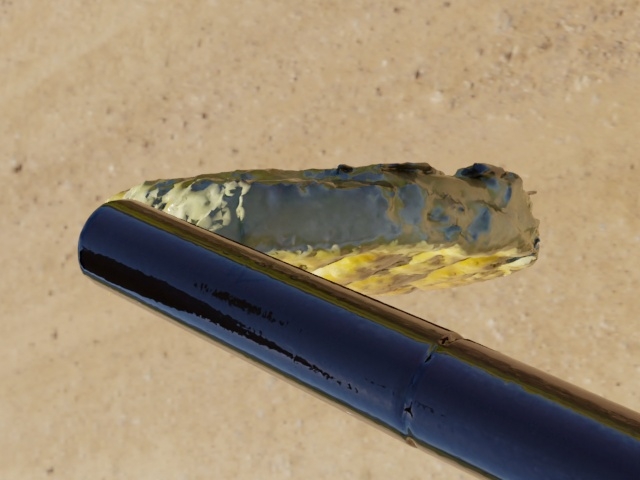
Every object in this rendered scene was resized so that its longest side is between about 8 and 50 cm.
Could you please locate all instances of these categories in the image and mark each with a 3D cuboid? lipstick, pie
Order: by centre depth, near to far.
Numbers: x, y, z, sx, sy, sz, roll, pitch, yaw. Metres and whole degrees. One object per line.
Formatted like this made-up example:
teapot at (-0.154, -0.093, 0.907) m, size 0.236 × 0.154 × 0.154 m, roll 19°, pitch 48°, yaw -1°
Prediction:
lipstick at (0.016, 0.053, 0.524) m, size 0.356 × 0.057 × 0.057 m, roll 23°, pitch 103°, yaw 35°
pie at (0.000, 0.000, 0.817) m, size 0.339 × 0.339 × 0.083 m, roll -12°, pitch 80°, yaw 47°
